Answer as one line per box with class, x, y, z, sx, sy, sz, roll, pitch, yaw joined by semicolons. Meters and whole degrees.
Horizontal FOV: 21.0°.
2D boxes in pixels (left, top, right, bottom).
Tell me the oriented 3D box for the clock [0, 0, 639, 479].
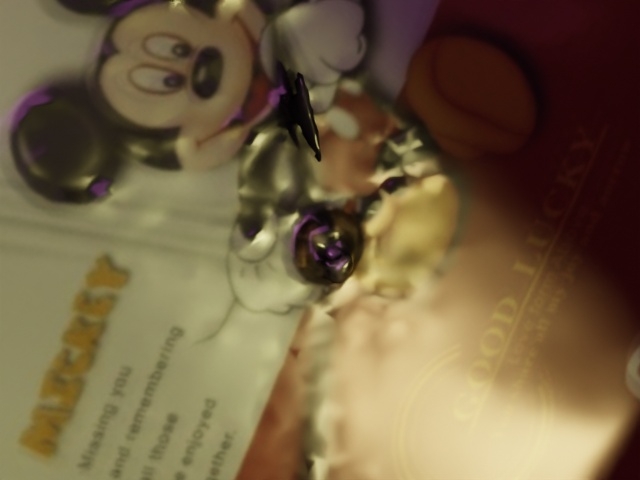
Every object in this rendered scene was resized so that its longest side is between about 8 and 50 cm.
clock;0.000;0.000;0.448;0.318;0.080;0.319;-7;109;-23
